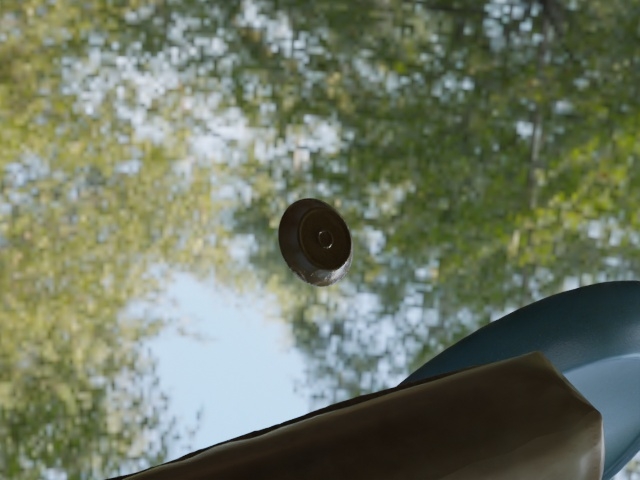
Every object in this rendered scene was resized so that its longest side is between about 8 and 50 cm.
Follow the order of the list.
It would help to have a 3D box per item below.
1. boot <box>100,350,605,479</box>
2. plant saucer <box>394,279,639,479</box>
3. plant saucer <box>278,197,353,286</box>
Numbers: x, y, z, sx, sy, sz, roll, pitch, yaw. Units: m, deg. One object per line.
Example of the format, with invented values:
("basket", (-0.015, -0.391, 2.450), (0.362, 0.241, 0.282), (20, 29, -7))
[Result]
("boot", (-0.032, 0.091, 0.525), (0.269, 0.089, 0.236), (-15, 168, -12))
("plant saucer", (0.141, 0.151, 1.151), (0.317, 0.318, 0.044), (-14, -127, -28))
("plant saucer", (0.000, 0.000, 1.433), (0.083, 0.083, 0.015), (-23, 180, -38))
